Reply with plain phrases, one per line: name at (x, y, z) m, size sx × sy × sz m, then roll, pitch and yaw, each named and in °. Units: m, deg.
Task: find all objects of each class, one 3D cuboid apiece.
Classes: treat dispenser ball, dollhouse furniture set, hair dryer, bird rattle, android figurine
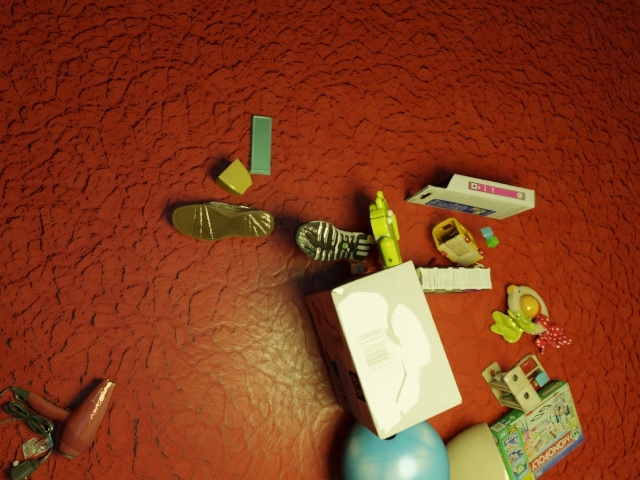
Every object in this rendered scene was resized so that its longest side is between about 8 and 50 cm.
treat dispenser ball at (0.194, 0.594, 1.170) m, size 0.287 × 0.288 × 0.289 m, roll 3°, pitch 79°, yaw -14°
dollhouse furniture set at (0.635, 0.422, 1.395) m, size 0.183 × 0.129 × 0.129 m, roll -32°, pitch 89°, yaw -16°
hair dryer at (-0.653, 0.434, 1.097) m, size 0.293 × 0.080 × 0.224 m, roll -23°, pitch 86°, yaw -17°
bird rattle at (0.696, 0.247, 1.450) m, size 0.253 × 0.143 × 0.207 m, roll 12°, pitch 61°, yaw -15°
android figurine at (0.199, -0.010, 1.312) m, size 0.056 × 0.248 × 0.273 m, roll -11°, pitch 109°, yaw 15°

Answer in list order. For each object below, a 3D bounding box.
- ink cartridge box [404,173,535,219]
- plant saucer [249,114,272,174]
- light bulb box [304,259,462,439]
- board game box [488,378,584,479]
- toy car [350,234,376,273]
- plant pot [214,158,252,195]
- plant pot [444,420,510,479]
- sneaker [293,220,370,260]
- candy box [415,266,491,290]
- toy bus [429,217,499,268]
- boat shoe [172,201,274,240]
ink cartridge box at (0.478, -0.142, 1.434) m, size 0.370 × 0.176 × 0.069 m, roll 7°, pitch 78°, yaw -13°
plant saucer at (-0.185, -0.300, 1.380) m, size 0.067 × 0.018 × 0.192 m, roll 3°, pitch 78°, yaw -14°
light bulb box at (0.139, 0.270, 1.178) m, size 0.225 × 0.361 × 0.358 m, roll -17°, pitch 84°, yaw -15°
board game box at (0.678, 0.606, 1.384) m, size 0.317 × 0.046 × 0.214 m, roll -23°, pitch 98°, yaw -21°
toy car at (0.126, 0.042, 1.269) m, size 0.060 × 0.040 × 0.122 m, roll 13°, pitch 92°, yaw -43°
plant pot at (-0.251, -0.178, 1.312) m, size 0.083 × 0.081 × 0.081 m, roll 46°, pitch 72°, yaw -13°
plant pot at (0.423, 0.681, 1.244) m, size 0.190 × 0.284 × 0.285 m, roll -19°, pitch 85°, yaw 8°
sneaker at (0.000, 0.000, 1.286) m, size 0.281 × 0.162 × 0.107 m, roll 14°, pitch 91°, yaw -42°
candy box at (0.381, 0.127, 1.370) m, size 0.233 × 0.159 × 0.071 m, roll 1°, pitch 78°, yaw -13°
toy bus at (0.450, 0.009, 1.434) m, size 0.190 × 0.202 × 0.105 m, roll -2°, pitch 50°, yaw -8°
boat shoe at (-0.279, -0.056, 1.286) m, size 0.284 × 0.089 × 0.105 m, roll 5°, pitch 105°, yaw -11°
